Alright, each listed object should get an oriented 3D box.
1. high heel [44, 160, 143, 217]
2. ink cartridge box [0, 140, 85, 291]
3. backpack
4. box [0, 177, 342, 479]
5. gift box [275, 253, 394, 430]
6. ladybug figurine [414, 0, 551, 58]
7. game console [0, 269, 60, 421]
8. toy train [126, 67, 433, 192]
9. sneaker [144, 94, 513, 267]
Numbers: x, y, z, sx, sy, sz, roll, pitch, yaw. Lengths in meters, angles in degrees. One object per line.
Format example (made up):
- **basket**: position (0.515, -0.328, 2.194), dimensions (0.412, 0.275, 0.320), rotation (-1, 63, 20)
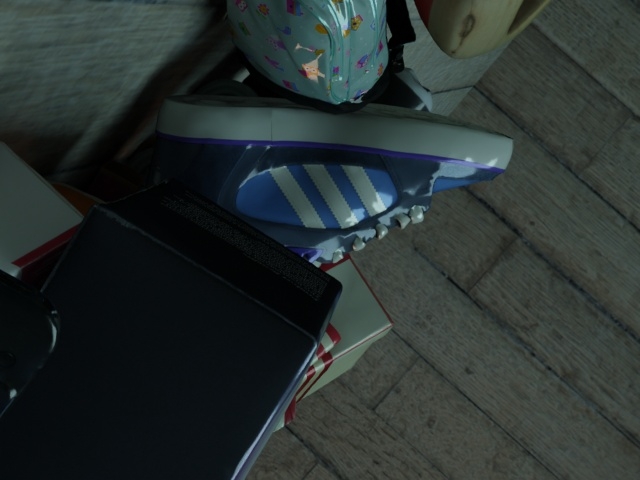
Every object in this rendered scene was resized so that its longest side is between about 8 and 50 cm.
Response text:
- **high heel**: position (-0.213, 0.006, 1.298), dimensions (0.117, 0.082, 0.244), rotation (-61, -176, 14)
- **ink cartridge box**: position (-0.284, 0.066, 1.068), dimensions (0.237, 0.100, 0.172), rotation (-52, 173, 31)
- **backpack**: position (-0.007, -0.187, 1.250), dimensions (0.115, 0.152, 0.182), rotation (-60, 167, -27)
- **box**: position (-0.136, 0.129, 1.142), dimensions (0.296, 0.183, 0.294), rotation (-59, 179, 7)
- **gift box**: position (-0.096, 0.095, 1.730), dimensions (0.276, 0.255, 0.258), rotation (-35, 171, -20)
- **ladybug figurine**: position (0.201, -0.348, 1.593), dimensions (0.305, 0.162, 0.449), rotation (-46, 174, -16)
- **game console**: position (-0.325, 0.122, 0.866), dimensions (0.293, 0.250, 0.173), rotation (-51, -160, 24)
- **toy train**: position (-0.045, -0.068, 1.487), dimensions (0.334, 0.190, 0.142), rotation (-48, 174, -5)
- **sneaker**: position (0.000, 0.000, 1.377), dimensions (0.130, 0.323, 0.236), rotation (-139, -127, -73)
